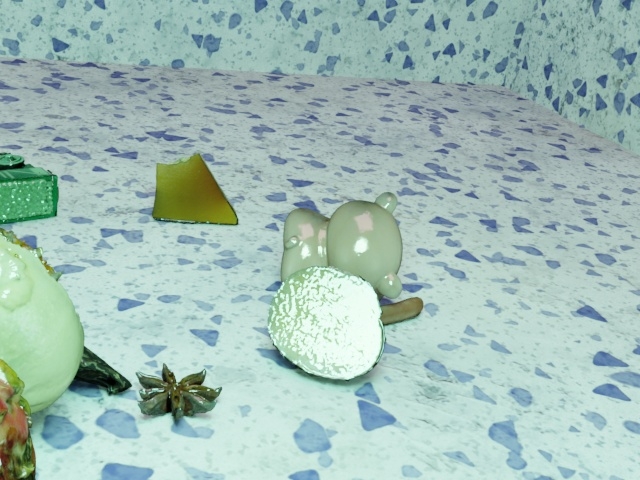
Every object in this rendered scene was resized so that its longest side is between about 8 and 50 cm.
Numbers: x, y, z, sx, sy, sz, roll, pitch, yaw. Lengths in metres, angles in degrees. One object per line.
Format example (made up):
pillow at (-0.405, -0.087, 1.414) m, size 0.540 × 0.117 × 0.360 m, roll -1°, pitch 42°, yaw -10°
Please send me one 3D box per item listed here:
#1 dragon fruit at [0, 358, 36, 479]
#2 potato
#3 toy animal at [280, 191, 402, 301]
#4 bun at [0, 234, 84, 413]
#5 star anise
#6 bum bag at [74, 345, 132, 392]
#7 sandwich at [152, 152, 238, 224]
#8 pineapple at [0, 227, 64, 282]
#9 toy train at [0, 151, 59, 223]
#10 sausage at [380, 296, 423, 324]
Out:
dragon fruit at (-0.407, 0.236, 0.859) m, size 0.250 × 0.291 × 0.269 m, roll 0°, pitch 26°, yaw -32°
potato at (0.014, 0.149, 1.421) m, size 0.202 × 0.182 × 0.117 m, roll 20°, pitch -18°, yaw 9°
toy animal at (0.032, 0.016, 1.610) m, size 0.221 × 0.210 × 0.229 m, roll 8°, pitch -17°, yaw -19°
bun at (-0.491, 0.126, 1.055) m, size 0.364 × 0.364 × 0.202 m, roll 11°, pitch 53°, yaw 5°
star anise at (-0.212, 0.229, 1.246) m, size 0.141 × 0.042 × 0.141 m, roll 6°, pitch 21°, yaw -2°
bum bag at (-0.399, 0.165, 1.268) m, size 0.248 × 0.102 × 0.069 m, roll 17°, pitch 54°, yaw 20°
sandwich at (-0.271, -0.119, 1.868) m, size 0.192 × 0.163 × 0.058 m, roll 5°, pitch 21°, yaw -12°
pineapple at (-0.591, 0.056, 1.365) m, size 0.334 × 0.161 × 0.158 m, roll 3°, pitch 26°, yaw -17°
toy train at (-0.688, -0.108, 1.753) m, size 0.269 × 0.115 × 0.154 m, roll -10°, pitch 27°, yaw -39°
sausage at (0.120, 0.137, 1.576) m, size 0.186 × 0.043 × 0.043 m, roll -8°, pitch 29°, yaw -34°
